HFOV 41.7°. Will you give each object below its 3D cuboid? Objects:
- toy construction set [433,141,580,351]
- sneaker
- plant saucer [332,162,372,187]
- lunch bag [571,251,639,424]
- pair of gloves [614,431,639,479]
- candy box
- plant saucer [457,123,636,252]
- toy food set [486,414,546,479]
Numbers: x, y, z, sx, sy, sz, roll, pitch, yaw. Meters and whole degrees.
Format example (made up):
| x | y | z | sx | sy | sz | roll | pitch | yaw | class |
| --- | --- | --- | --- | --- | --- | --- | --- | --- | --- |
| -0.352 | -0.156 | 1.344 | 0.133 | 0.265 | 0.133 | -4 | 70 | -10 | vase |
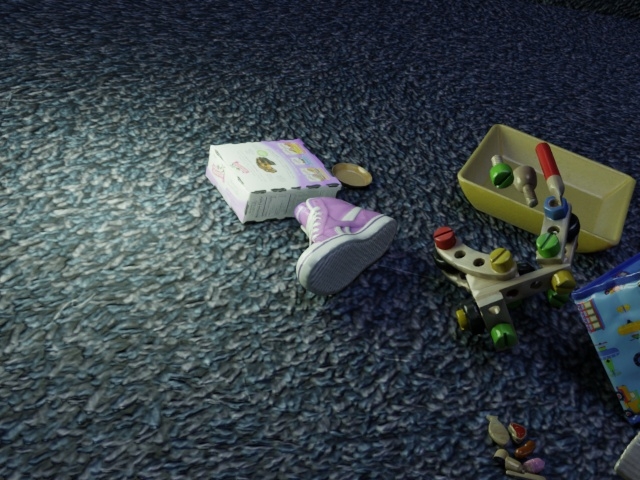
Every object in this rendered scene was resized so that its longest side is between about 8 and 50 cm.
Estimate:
| x | y | z | sx | sy | sz | roll | pitch | yaw | class |
| --- | --- | --- | --- | --- | --- | --- | --- | --- | --- |
| 0.324 | 0.033 | 1.342 | 0.258 | 0.308 | 0.237 | 3 | 40 | -4 | toy construction set |
| 0.000 | 0.001 | 1.423 | 0.161 | 0.102 | 0.282 | 26 | 25 | 21 | sneaker |
| 0.062 | -0.127 | 1.693 | 0.083 | 0.015 | 0.083 | 11 | 35 | -8 | plant saucer |
| 0.557 | 0.131 | 1.367 | 0.293 | 0.138 | 0.221 | -20 | 86 | -52 | lunch bag |
| 0.421 | 0.368 | 1.000 | 0.204 | 0.042 | 0.240 | 29 | 80 | 15 | pair of gloves |
| -0.089 | -0.114 | 1.563 | 0.196 | 0.070 | 0.165 | -8 | 41 | -32 | candy box |
| 0.470 | -0.100 | 1.764 | 0.333 | 0.081 | 0.333 | 25 | 34 | 13 | plant saucer |
| 0.274 | 0.296 | 1.176 | 0.078 | 0.019 | 0.122 | 13 | 26 | -4 | toy food set |
